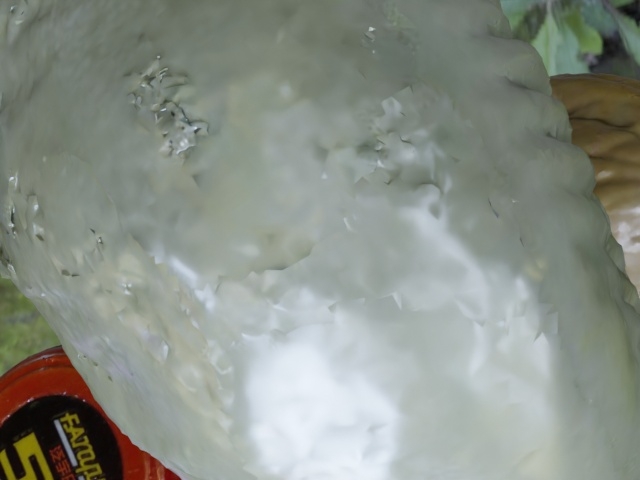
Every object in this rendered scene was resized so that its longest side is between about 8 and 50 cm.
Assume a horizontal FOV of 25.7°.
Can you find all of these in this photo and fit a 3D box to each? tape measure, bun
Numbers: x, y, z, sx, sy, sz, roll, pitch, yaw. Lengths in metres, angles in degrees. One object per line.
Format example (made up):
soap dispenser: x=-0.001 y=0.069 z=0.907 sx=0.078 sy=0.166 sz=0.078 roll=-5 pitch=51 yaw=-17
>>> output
tape measure: x=-0.182 y=0.211 z=1.089 sx=0.260 sy=0.253 sz=0.114 roll=-38 pitch=150 yaw=14
bun: x=0.000 y=0.000 z=0.578 sx=0.234 sy=0.326 sz=0.362 roll=-32 pitch=93 yaw=3

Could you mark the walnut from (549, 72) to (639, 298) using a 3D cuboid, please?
walnut: x=0.211 y=0.017 z=1.090 sx=0.332 sy=0.333 sz=0.333 roll=2 pitch=121 yaw=4
